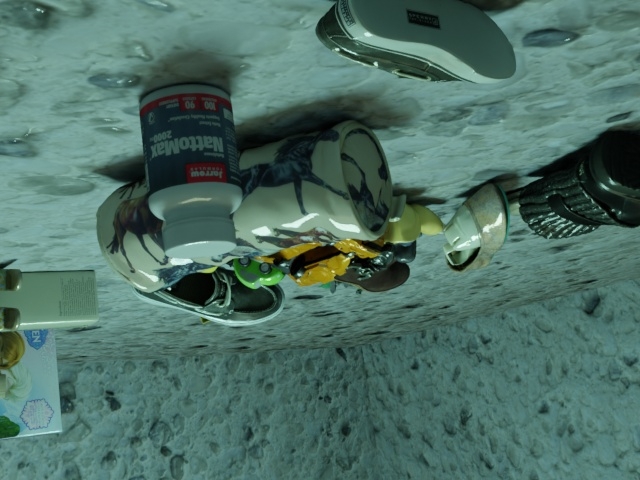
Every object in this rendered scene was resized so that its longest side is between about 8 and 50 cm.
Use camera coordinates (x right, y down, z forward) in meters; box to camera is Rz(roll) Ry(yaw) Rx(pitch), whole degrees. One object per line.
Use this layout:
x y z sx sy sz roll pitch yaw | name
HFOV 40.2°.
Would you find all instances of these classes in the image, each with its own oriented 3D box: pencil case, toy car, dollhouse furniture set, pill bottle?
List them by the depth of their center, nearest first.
-0.145 -0.076 0.994 0.108 0.180 0.108 -8 168 -2 | pill bottle
-0.098 -0.041 1.221 0.410 0.159 0.183 -13 150 22 | pencil case
-0.645 0.158 1.570 0.212 0.242 0.161 4 175 -42 | dollhouse furniture set
-0.175 0.042 1.593 0.225 0.053 0.239 19 173 12 | toy car

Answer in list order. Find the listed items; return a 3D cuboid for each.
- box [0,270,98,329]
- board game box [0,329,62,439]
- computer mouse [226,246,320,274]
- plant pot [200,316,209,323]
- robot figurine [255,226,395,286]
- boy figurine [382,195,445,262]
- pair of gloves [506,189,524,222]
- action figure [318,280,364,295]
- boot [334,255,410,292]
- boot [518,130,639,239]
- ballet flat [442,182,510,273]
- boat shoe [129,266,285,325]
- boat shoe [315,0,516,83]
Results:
-0.601 0.126 1.785 0.275 0.113 0.094 1 166 -30 | box
-0.749 0.288 1.939 0.318 0.318 0.066 -4 167 -21 | board game box
-0.099 0.050 1.871 0.184 0.060 0.262 -13 167 17 | computer mouse
-0.261 0.158 2.230 0.083 0.081 0.081 -14 173 -35 | plant pot
0.000 0.000 1.569 0.211 0.085 0.291 32 148 -26 | robot figurine
0.153 -0.018 1.661 0.177 0.092 0.285 -5 171 -1 | boy figurine
0.446 -0.068 1.731 0.240 0.042 0.204 6 167 -32 | pair of gloves
0.121 0.108 2.289 0.137 0.063 0.232 -23 164 40 | action figure
0.139 0.060 1.997 0.248 0.090 0.207 2 166 -26 | boot
0.544 -0.058 1.494 0.348 0.131 0.260 22 156 -9 | boot
0.288 -0.006 1.666 0.106 0.107 0.316 -19 156 -4 | ballet flat
-0.229 0.111 1.825 0.335 0.121 0.119 7 171 -17 | boat shoe
0.098 -0.197 0.863 0.219 0.077 0.070 10 159 -32 | boat shoe
